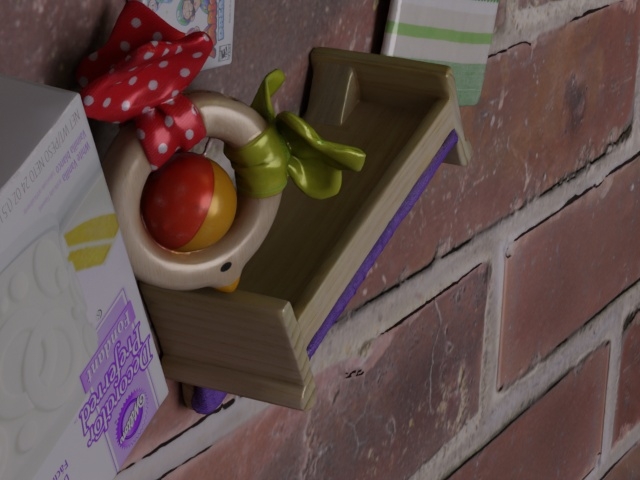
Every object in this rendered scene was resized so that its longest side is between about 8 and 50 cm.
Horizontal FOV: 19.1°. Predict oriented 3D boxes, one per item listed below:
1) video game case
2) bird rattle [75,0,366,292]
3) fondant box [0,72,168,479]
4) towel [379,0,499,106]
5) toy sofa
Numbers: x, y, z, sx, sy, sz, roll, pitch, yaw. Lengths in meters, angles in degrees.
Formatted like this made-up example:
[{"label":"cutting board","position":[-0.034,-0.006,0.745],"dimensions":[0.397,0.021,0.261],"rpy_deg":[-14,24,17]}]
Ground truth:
[{"label":"video game case","position":[-0.112,-0.214,1.566],"dimensions":[0.143,0.019,0.157],"rpy_deg":[-23,121,-59]},{"label":"bird rattle","position":[-0.096,-0.059,1.500],"dimensions":[0.253,0.143,0.207],"rpy_deg":[16,98,-48]},{"label":"fondant box","position":[-0.229,0.080,1.340],"dimensions":[0.238,0.096,0.330],"rpy_deg":[-58,153,-35]},{"label":"towel","position":[0.135,-0.303,2.006],"dimensions":[0.248,0.038,0.325],"rpy_deg":[-5,106,-61]},{"label":"toy sofa","position":[0.000,0.000,1.727],"dimensions":[0.362,0.150,0.177],"rpy_deg":[-55,144,-39]}]
